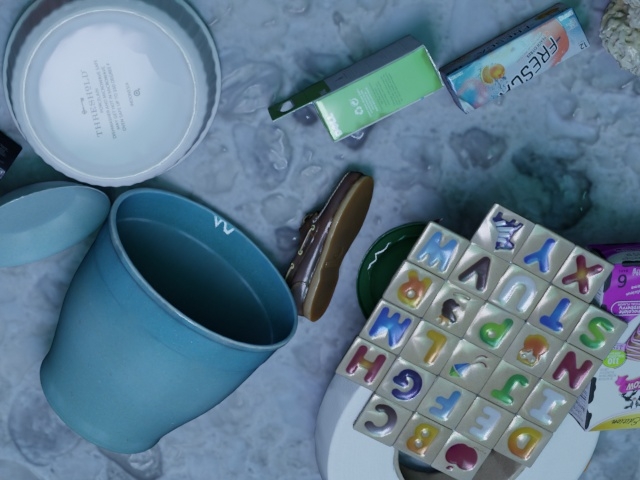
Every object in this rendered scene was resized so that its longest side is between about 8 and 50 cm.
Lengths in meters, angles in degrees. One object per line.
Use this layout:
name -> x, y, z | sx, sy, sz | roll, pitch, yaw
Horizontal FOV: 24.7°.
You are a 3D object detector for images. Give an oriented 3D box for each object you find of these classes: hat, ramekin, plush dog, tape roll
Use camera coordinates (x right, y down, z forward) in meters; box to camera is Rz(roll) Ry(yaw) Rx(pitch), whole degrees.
hat -> 0.136, 0.077, 1.874 | 0.173, 0.183, 0.208 | -40, 106, 6
ramekin -> -0.254, -0.189, 1.787 | 0.273, 0.127, 0.272 | -2, 106, -6
plush dog -> 0.405, -0.339, 1.764 | 0.210, 0.225, 0.262 | -38, 106, 5
tape roll -> 0.184, 0.251, 1.936 | 0.392, 0.072, 0.392 | -8, 121, -14

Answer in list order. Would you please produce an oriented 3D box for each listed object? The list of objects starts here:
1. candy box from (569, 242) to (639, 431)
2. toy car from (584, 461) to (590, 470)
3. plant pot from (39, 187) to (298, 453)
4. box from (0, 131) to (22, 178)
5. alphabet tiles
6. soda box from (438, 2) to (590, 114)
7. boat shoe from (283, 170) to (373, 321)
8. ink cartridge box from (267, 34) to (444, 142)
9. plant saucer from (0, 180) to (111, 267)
candy box -> 0.407, 0.122, 1.855 | 0.159, 0.071, 0.233 | -3, 112, -14
toy car -> 0.390, 0.323, 2.047 | 0.122, 0.040, 0.060 | 35, 99, -14
plant pot -> -0.211, 0.117, 1.824 | 0.272, 0.271, 0.255 | 34, 115, -14
box -> -0.453, -0.067, 1.783 | 0.093, 0.158, 0.156 | 37, 99, -12
alphabet tiles -> 0.197, 0.132, 1.793 | 0.285, 0.011, 0.342 | 27, 107, -12
soda box -> 0.246, -0.233, 1.862 | 0.183, 0.063, 0.058 | -29, 107, 2
boat shoe -> 0.000, 0.000, 1.898 | 0.073, 0.073, 0.207 | 28, 97, 28
ink cartridge box -> 0.042, -0.179, 1.831 | 0.209, 0.109, 0.062 | -27, 106, 2
plant saucer -> -0.358, -0.029, 1.816 | 0.195, 0.195, 0.037 | -25, 69, 1
